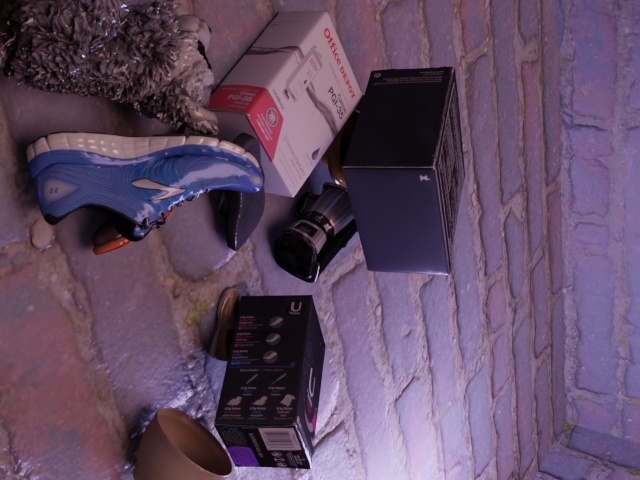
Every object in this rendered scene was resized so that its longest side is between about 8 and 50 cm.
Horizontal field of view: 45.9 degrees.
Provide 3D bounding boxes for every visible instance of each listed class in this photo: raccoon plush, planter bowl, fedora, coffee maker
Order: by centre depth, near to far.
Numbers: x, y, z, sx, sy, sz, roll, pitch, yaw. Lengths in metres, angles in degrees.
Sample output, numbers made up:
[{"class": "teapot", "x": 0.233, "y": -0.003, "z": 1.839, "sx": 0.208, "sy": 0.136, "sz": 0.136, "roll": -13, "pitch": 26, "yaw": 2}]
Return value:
[{"class": "raccoon plush", "x": -0.338, "y": -0.214, "z": 1.009, "sx": 0.446, "sy": 0.216, "sz": 0.299, "roll": -27, "pitch": 140, "yaw": -15}, {"class": "planter bowl", "x": -0.244, "y": 0.375, "z": 1.270, "sx": 0.109, "sy": 0.162, "sz": 0.162, "roll": -50, "pitch": 143, "yaw": 4}, {"class": "coffee maker", "x": 0.000, "y": 0.000, "z": 1.528, "sx": 0.178, "sy": 0.120, "sz": 0.171, "roll": -47, "pitch": 135, "yaw": -37}, {"class": "fedora", "x": 0.045, "y": -0.212, "z": 1.571, "sx": 0.194, "sy": 0.079, "sz": 0.194, "roll": -29, "pitch": 127, "yaw": -47}]

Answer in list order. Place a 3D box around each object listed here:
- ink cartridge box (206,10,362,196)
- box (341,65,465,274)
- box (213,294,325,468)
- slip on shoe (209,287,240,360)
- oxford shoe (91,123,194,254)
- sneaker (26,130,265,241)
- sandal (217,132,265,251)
[{"class": "ink cartridge box", "x": -0.061, "y": -0.252, "z": 1.375, "sx": 0.283, "sy": 0.117, "sz": 0.207, "roll": -57, "pitch": 139, "yaw": -27}, {"class": "box", "x": 0.175, "y": -0.137, "z": 1.498, "sx": 0.296, "sy": 0.182, "sz": 0.294, "roll": 73, "pitch": 25, "yaw": -45}, {"class": "box", "x": -0.081, "y": 0.250, "z": 1.357, "sx": 0.165, "sy": 0.143, "sz": 0.270, "roll": 77, "pitch": 15, "yaw": -46}, {"class": "slip on shoe", "x": -0.168, "y": 0.156, "z": 1.398, "sx": 0.051, "sy": 0.041, "sz": 0.135, "roll": 24, "pitch": 79, "yaw": -54}, {"class": "oxford shoe", "x": -0.269, "y": -0.081, "z": 1.170, "sx": 0.098, "sy": 0.097, "sz": 0.271, "roll": 56, "pitch": 48, "yaw": -20}, {"class": "sneaker", "x": -0.239, "y": -0.072, "z": 1.075, "sx": 0.330, "sy": 0.130, "sz": 0.147, "roll": -3, "pitch": 88, "yaw": -23}, {"class": "sandal", "x": -0.142, "y": -0.087, "z": 1.319, "sx": 0.097, "sy": 0.054, "sz": 0.254, "roll": -49, "pitch": 157, "yaw": -40}]
